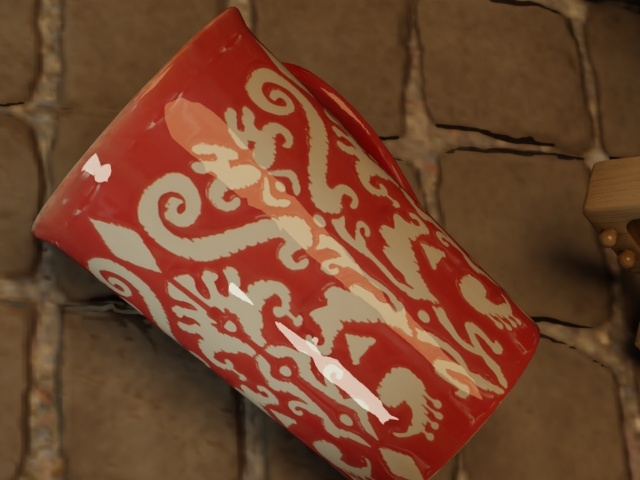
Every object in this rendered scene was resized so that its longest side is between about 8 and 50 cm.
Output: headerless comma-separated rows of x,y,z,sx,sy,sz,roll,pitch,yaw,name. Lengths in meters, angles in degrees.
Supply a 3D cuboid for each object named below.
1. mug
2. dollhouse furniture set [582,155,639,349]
0.002,-0.002,0.653,0.169,0.113,0.150,42,62,-2,mug
0.190,0.054,0.676,0.151,0.144,0.123,45,53,-40,dollhouse furniture set
